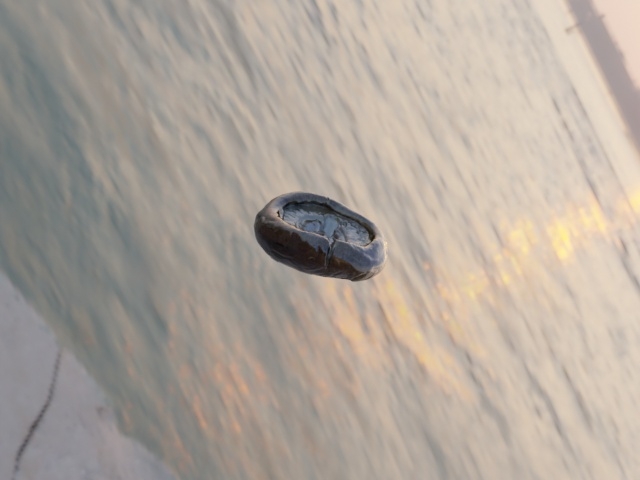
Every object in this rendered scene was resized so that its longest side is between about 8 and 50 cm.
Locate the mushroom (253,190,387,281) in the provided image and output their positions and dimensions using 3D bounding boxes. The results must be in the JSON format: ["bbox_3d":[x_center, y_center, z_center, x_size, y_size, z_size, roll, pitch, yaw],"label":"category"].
[{"bbox_3d":[0.000,0.000,1.053,0.123,0.052,0.123,14,26,-7],"label":"mushroom"}]
